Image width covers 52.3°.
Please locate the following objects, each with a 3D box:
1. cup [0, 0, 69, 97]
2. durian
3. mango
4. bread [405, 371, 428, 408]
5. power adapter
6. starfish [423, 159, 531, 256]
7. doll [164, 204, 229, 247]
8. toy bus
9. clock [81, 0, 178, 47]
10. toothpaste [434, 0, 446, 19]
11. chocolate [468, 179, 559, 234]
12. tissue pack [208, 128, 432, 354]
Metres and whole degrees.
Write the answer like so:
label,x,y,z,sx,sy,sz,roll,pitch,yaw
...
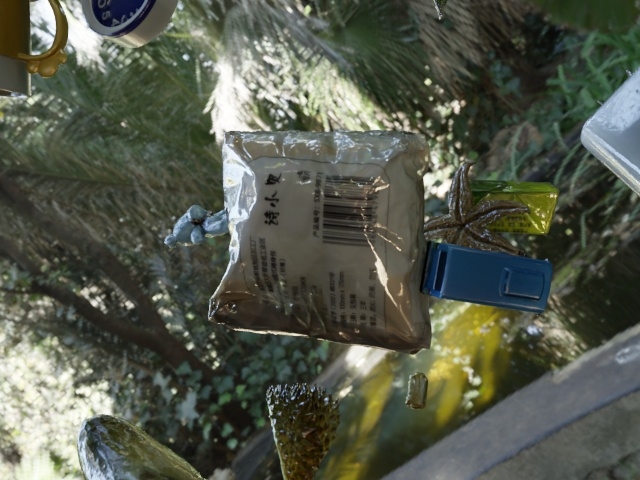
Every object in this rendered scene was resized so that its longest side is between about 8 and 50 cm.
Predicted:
label,x,y,z,sx,sy,sz,roll,pitch,yaw
cup,-0.446,-0.298,0.858,0.185,0.241,0.225,-58,-27,-84
durian,-0.049,0.334,1.167,0.139,0.145,0.252,-63,26,15
mango,-0.238,0.379,0.915,0.176,0.330,0.176,-26,-54,-35
bread,0.230,0.358,1.552,0.033,0.049,0.087,72,-156,-65
power adapter,0.484,-0.159,0.911,0.187,0.124,0.255,-49,33,21
starfish,0.278,-0.032,1.229,0.043,0.228,0.240,-2,-84,-63
doll,-0.231,-0.038,1.301,0.180,0.075,0.120,-19,14,47
toy bus,0.257,0.058,0.996,0.106,0.185,0.089,-172,91,-78
clock,-0.410,-0.536,1.411,0.230,0.230,0.083,-45,-28,13
toothpaste,0.175,-0.439,0.904,0.078,0.047,0.247,-50,-36,-75
chocolate,0.540,-0.103,1.930,0.301,0.289,0.136,-33,-56,-72
tissue pack,0.000,0.000,1.077,0.195,0.391,0.375,-36,-49,-71
